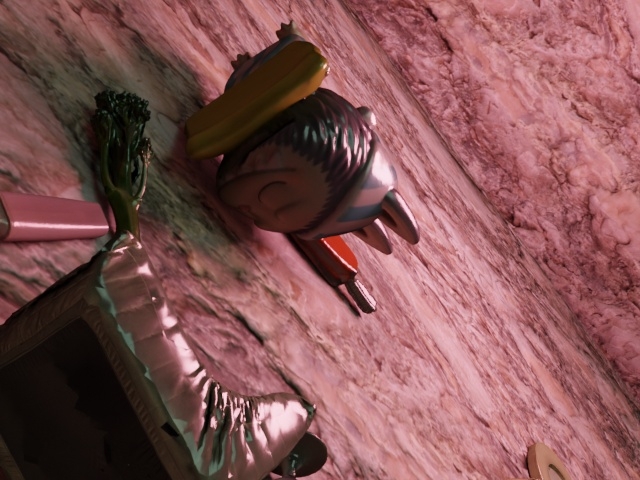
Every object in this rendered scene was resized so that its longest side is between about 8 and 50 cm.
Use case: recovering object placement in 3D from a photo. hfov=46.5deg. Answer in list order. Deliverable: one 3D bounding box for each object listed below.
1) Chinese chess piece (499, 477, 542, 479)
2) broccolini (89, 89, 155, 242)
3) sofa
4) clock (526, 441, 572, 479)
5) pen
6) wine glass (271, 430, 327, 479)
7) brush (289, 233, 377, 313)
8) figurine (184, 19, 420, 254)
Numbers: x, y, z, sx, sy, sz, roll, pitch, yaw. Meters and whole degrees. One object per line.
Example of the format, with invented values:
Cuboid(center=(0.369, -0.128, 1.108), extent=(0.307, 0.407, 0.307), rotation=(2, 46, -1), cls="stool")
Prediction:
Cuboid(center=(0.342, 0.546, 1.174), extent=(0.338, 0.140, 0.338), rotation=(42, 30, -31), cls="Chinese chess piece")
Cuboid(center=(-0.208, -0.027, 0.893), extent=(0.078, 0.074, 0.392), rotation=(14, 47, -48), cls="broccolini")
Cuboid(center=(-0.156, 0.129, 0.642), extent=(0.226, 0.210, 0.176), rotation=(58, 25, 4), cls="sofa")
Cuboid(center=(0.528, 0.563, 1.650), extent=(0.235, 0.029, 0.235), rotation=(45, 25, -28), cls="clock")
Cuboid(center=(-0.299, -0.023, 0.773), extent=(0.197, 0.032, 0.053), rotation=(3, 58, -65), cls="pen")
Cuboid(center=(-0.039, 0.305, 0.793), extent=(0.093, 0.093, 0.202), rotation=(46, 26, -23), cls="wine glass")
Cuboid(center=(0.001, 0.000, 1.292), extent=(0.323, 0.051, 0.070), rotation=(52, 24, -13), cls="brush")
Cuboid(center=(-0.013, -0.116, 1.200), extent=(0.378, 0.266, 0.361), rotation=(55, 21, -26), cls="figurine")
